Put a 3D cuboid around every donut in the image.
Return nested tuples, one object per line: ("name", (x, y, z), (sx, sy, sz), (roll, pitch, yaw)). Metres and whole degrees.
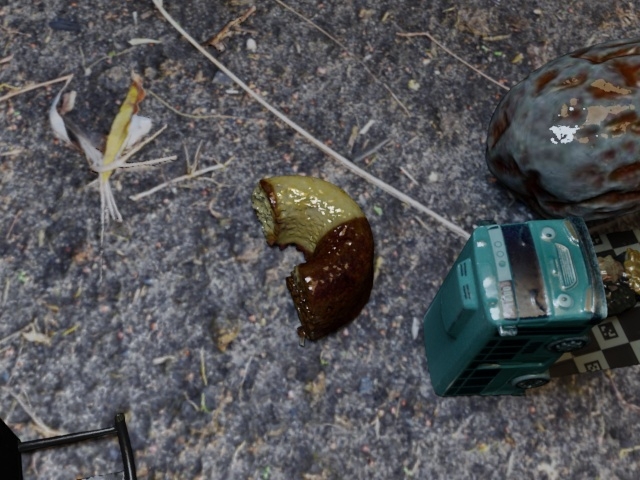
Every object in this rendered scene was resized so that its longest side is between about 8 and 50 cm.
("donut", (-0.001, -0.001, 1.020), (0.141, 0.085, 0.217), (-19, 65, -18))

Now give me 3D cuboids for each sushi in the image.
("sushi", (0.372, 0.069, 1.069), (0.215, 0.050, 0.192), (-7, 64, -13))

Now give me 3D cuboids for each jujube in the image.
("jujube", (0.364, -0.147, 1.073), (0.308, 0.246, 0.216), (-23, 111, -32))

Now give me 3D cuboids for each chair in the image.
("chair", (-0.316, 0.254, 0.803), (0.260, 0.141, 0.155), (-9, 65, -11))

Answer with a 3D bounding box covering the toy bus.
("toy bus", (0.204, 0.083, 0.916), (0.146, 0.256, 0.128), (-2, 62, -8))
